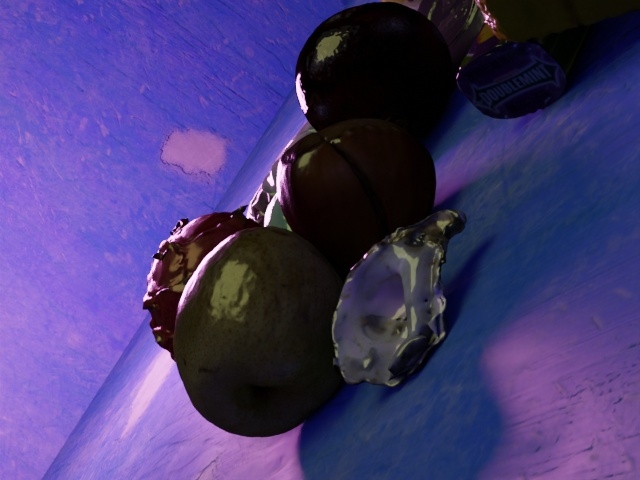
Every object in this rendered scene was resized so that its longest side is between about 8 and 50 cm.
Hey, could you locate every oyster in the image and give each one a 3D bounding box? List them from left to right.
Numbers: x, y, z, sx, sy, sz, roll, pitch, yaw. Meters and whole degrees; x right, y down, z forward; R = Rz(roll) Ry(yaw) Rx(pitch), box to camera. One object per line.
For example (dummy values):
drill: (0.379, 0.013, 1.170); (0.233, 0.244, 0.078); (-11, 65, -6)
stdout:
oyster: (0.089, 0.055, 1.081); (0.191, 0.081, 0.163); (-53, 37, 15)

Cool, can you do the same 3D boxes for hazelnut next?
hazelnut: (0.046, -0.039, 1.314); (0.208, 0.208, 0.208); (-52, 11, 14)

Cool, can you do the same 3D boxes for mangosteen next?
mangosteen: (0.085, -0.204, 1.586); (0.235, 0.235, 0.261); (-46, 47, 39)

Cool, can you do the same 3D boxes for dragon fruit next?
dragon fruit: (-0.149, 0.080, 1.639); (0.252, 0.241, 0.241); (-44, 1, -42)

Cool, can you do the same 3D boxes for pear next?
pear: (-0.065, 0.096, 1.245); (0.228, 0.188, 0.211); (-47, 33, 38)

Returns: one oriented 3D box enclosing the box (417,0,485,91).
box: (0.210, -0.333, 1.672); (0.212, 0.042, 0.201); (-42, 41, 47)

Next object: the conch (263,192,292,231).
conch: (-0.014, -0.002, 1.509); (0.251, 0.143, 0.137); (-62, 5, -30)

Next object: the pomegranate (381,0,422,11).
pomegranate: (0.184, -0.525, 2.071); (0.260, 0.260, 0.341); (-61, -1, -34)

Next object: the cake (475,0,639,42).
cake: (0.263, -0.312, 1.079); (0.260, 0.156, 0.179); (-9, 46, 35)

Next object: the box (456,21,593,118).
box: (0.277, -0.295, 1.275); (0.134, 0.097, 0.346); (-26, 29, 52)

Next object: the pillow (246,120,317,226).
pillow: (-0.016, -0.092, 1.835); (0.310, 0.138, 0.283); (-57, 2, -23)
